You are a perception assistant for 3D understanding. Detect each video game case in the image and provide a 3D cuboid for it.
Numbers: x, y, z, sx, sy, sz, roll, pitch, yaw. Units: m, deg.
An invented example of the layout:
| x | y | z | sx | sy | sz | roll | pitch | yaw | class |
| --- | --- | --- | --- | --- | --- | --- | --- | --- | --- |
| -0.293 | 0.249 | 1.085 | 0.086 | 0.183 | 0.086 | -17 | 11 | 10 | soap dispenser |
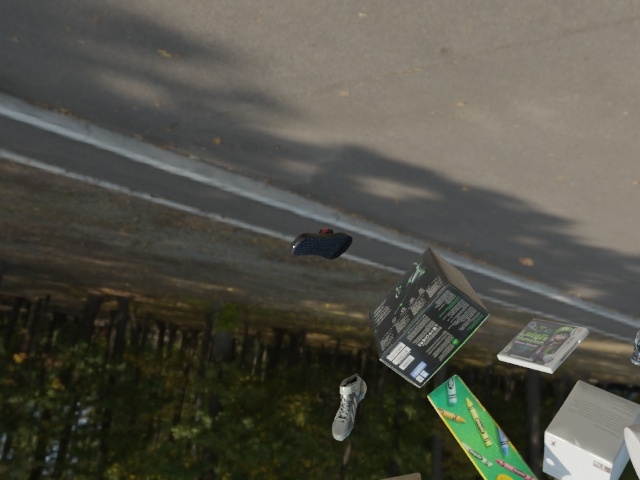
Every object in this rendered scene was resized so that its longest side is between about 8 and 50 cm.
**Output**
| x | y | z | sx | sy | sz | roll | pitch | yaw | class |
| --- | --- | --- | --- | --- | --- | --- | --- | --- | --- |
| 0.609 | 0.285 | 1.844 | 0.190 | 0.173 | 0.022 | 3 | 127 | 60 | video game case |

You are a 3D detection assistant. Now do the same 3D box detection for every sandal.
| x | y | z | sx | sy | sz | roll | pitch | yaw | class |
| --- | --- | --- | --- | --- | --- | --- | --- | --- | --- |
| 0.000 | 0.000 | 1.278 | 0.179 | 0.067 | 0.040 | 6 | -143 | -53 | sandal |

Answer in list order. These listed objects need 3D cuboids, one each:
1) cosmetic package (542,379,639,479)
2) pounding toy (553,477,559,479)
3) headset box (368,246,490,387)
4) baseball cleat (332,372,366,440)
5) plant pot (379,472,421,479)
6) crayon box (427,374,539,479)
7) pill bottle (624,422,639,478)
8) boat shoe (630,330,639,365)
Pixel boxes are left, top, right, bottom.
| x | y | z | sx | sy | sz | roll | pitch | yaw | class |
| --- | --- | --- | --- | --- | --- | --- | --- | --- | --- |
| 0.615 | 0.451 | 1.520 | 0.151 | 0.184 | 0.151 | 21 | 137 | 36 | cosmetic package |
| 0.671 | 0.654 | 1.638 | 0.154 | 0.154 | 0.270 | -24 | -155 | -37 | pounding toy |
| 0.254 | 0.177 | 1.655 | 0.131 | 0.246 | 0.283 | 37 | -168 | -13 | headset box |
| 0.075 | 0.507 | 2.072 | 0.072 | 0.205 | 0.109 | -1 | 138 | 33 | baseball cleat |
| 0.215 | 0.668 | 1.699 | 0.109 | 0.109 | 0.096 | -11 | -174 | 0 | plant pot |
| 0.333 | 0.415 | 1.310 | 0.165 | 0.081 | 0.278 | 54 | 180 | -44 | crayon box |
| 0.708 | 0.340 | 1.150 | 0.323 | 0.181 | 0.181 | -17 | 165 | 8 | pill bottle |
| 0.984 | 0.328 | 2.045 | 0.065 | 0.083 | 0.183 | 19 | -169 | 33 | boat shoe |
